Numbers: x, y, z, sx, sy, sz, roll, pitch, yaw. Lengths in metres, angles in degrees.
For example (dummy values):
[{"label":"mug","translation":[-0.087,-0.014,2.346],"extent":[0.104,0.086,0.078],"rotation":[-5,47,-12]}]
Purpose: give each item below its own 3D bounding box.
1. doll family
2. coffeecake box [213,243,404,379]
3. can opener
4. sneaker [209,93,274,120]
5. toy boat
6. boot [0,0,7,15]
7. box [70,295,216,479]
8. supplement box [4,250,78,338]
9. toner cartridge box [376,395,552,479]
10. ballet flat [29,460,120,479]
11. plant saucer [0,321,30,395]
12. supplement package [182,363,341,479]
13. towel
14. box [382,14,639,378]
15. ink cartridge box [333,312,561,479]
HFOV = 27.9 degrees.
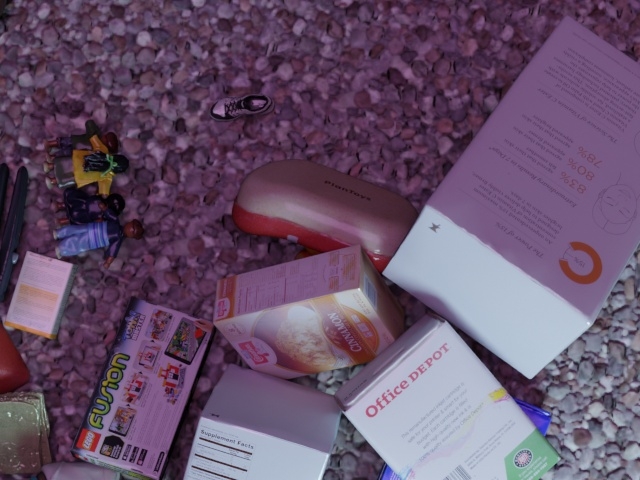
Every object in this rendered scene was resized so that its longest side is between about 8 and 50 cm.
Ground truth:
[{"label":"doll family","translation":[-0.282,-0.059,1.610],"extent":[0.111,0.076,0.193],"rotation":[-9,89,-4]},{"label":"coffeecake box","translation":[-0.012,0.090,1.518],"extent":[0.185,0.142,0.068],"rotation":[-14,48,20]},{"label":"can opener","translation":[-0.400,-0.008,1.613],"extent":[0.059,0.073,0.186],"rotation":[18,71,-12]},{"label":"sneaker","translation":[-0.101,-0.172,1.632],"extent":[0.083,0.037,0.032],"rotation":[-11,86,2]},{"label":"toy boat","translation":[0.000,0.000,1.576],"extent":[0.231,0.151,0.151],"rotation":[21,114,3]},{"label":"boot","translation":[-0.521,-0.330,1.631],"extent":[0.248,0.090,0.207],"rotation":[22,83,0]},{"label":"box","translation":[-0.213,0.180,1.567],"extent":[0.114,0.036,0.207],"rotation":[18,67,4]},{"label":"supplement box","translation":[-0.349,0.068,1.612],"extent":[0.062,0.036,0.098],"rotation":[17,85,3]},{"label":"toner cartridge box","translation":[0.136,0.337,1.553],"extent":[0.165,0.075,0.348],"rotation":[23,85,4]},{"label":"ballet flat","translation":[-0.222,0.421,1.480],"extent":[0.139,0.139,0.400],"rotation":[-25,61,-1]},{"label":"plant saucer","translation":[-0.537,0.129,1.605],"extent":[0.258,0.048,0.259],"rotation":[-31,85,-2]},{"label":"supplement package","translation":[-0.076,0.280,1.478],"extent":[0.149,0.194,0.203],"rotation":[16,103,2]},{"label":"towel","translation":[-0.407,0.238,1.579],"extent":[0.148,0.027,0.110],"rotation":[-4,107,-7]},{"label":"box","translation":[0.263,-0.054,1.479],"extent":[0.215,0.168,0.345],"rotation":[36,59,4]},{"label":"ink cartridge box","translation":[0.141,0.211,1.462],"extent":[0.154,0.093,0.212],"rotation":[-41,100,-4]}]
